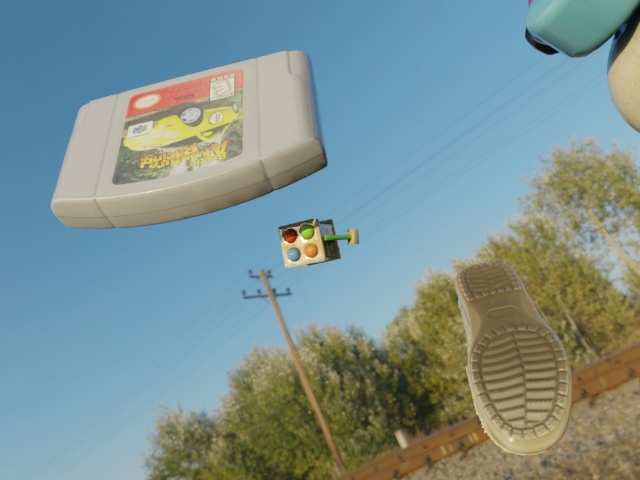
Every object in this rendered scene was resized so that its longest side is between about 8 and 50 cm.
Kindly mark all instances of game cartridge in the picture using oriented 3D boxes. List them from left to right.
[{"bbox_3d":[-0.143,-0.108,0.655,0.295,0.196,0.060,-13,-38,6],"label":"game cartridge"}]

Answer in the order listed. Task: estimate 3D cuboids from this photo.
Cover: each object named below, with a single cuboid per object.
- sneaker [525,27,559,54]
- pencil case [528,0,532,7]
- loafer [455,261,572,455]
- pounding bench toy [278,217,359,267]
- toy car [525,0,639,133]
[{"bbox_3d":[0.405,-0.453,0.829,0.202,0.185,0.482,-40,-29,-19],"label":"sneaker"},{"bbox_3d":[0.235,-0.286,0.577,0.065,0.151,0.070,1,-26,18],"label":"pencil case"},{"bbox_3d":[0.211,0.130,0.662,0.102,0.268,0.092,-11,-58,13],"label":"loafer"},{"bbox_3d":[0.000,0.000,0.727,0.083,0.052,0.065,-13,-5,20],"label":"pounding bench toy"},{"bbox_3d":[0.281,-0.193,0.394,0.210,0.219,0.238,-57,8,43],"label":"toy car"}]
